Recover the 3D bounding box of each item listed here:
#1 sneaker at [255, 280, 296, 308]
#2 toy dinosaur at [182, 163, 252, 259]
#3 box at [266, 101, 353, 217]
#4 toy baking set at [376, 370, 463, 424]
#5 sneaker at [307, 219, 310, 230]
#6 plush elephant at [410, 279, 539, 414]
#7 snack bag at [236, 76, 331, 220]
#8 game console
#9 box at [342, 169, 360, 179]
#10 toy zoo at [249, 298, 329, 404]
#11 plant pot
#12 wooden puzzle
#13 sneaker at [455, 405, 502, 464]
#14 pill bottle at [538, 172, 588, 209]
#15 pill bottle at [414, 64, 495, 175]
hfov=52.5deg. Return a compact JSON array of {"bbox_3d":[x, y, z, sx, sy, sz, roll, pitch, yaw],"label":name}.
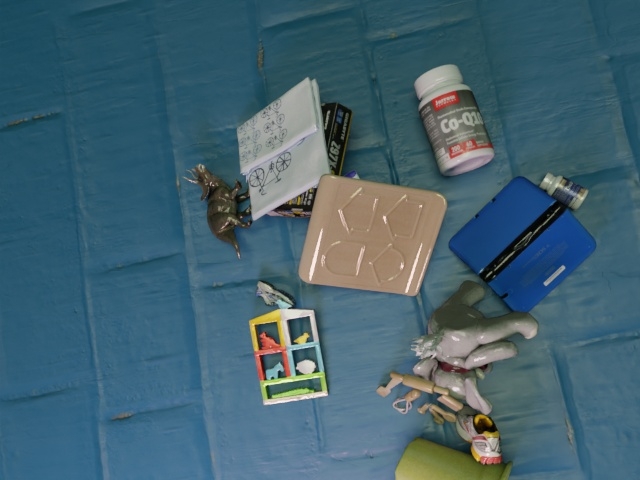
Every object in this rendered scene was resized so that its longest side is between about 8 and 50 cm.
[{"bbox_3d":[-0.133,0.171,1.907,0.135,0.052,0.058,28,96,19],"label":"sneaker"},{"bbox_3d":[-0.285,-0.086,1.949,0.161,0.121,0.313,-18,83,18],"label":"toy dinosaur"},{"bbox_3d":[-0.052,-0.230,1.876,0.257,0.079,0.321,4,80,45],"label":"box"},{"bbox_3d":[0.254,0.422,1.727,0.256,0.196,0.030,15,49,27],"label":"toy baking set"},{"bbox_3d":[0.000,0.000,1.913,0.065,0.061,0.157,-1,81,-18],"label":"sneaker"},{"bbox_3d":[0.383,0.308,1.712,0.330,0.255,0.272,-24,31,-27],"label":"plush elephant"},{"bbox_3d":[-0.115,-0.256,1.865,0.323,0.037,0.342,-25,61,34],"label":"snack bag"},{"bbox_3d":[0.559,0.012,1.810,0.293,0.173,0.250,-44,105,6],"label":"game console"},{"bbox_3d":[0.109,-0.116,1.869,0.072,0.126,0.137,-29,77,5],"label":"box"},{"bbox_3d":[-0.094,0.311,1.859,0.193,0.030,0.293,-11,89,7],"label":"toy zoo"},{"bbox_3d":[0.323,0.640,1.666,0.254,0.276,0.276,21,85,24],"label":"plant pot"},{"bbox_3d":[0.136,-0.016,1.784,0.348,0.080,0.322,10,114,-9],"label":"wooden puzzle"},{"bbox_3d":[0.414,0.481,1.673,0.088,0.225,0.092,1,102,-9],"label":"sneaker"},{"bbox_3d":[0.677,-0.141,1.811,0.120,0.067,0.067,31,87,12],"label":"pill bottle"},{"bbox_3d":[0.373,-0.341,1.843,0.161,0.161,0.283,-19,79,6],"label":"pill bottle"}]
